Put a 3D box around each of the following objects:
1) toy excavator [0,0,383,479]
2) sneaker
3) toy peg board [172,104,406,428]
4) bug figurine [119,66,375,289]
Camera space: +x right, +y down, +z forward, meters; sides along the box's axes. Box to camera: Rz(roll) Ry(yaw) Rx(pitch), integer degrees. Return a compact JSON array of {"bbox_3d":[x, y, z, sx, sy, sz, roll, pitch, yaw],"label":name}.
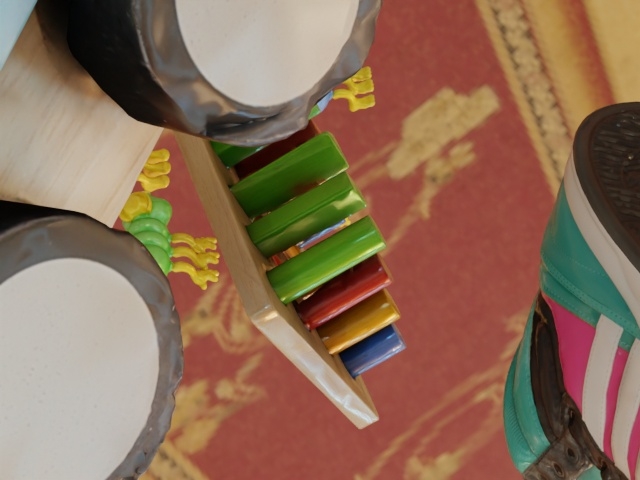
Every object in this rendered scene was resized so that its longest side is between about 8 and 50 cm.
[{"bbox_3d":[-0.255,-0.041,0.424,0.445,0.222,0.433,34,78,-43],"label":"toy excavator"},{"bbox_3d":[0.165,0.100,0.719,0.123,0.295,0.178,-4,141,-11],"label":"sneaker"},{"bbox_3d":[0.000,0.000,0.907,0.079,0.161,0.160,-30,144,8],"label":"toy peg board"},{"bbox_3d":[-0.090,-0.066,1.260,0.279,0.216,0.072,-21,141,13],"label":"bug figurine"}]
